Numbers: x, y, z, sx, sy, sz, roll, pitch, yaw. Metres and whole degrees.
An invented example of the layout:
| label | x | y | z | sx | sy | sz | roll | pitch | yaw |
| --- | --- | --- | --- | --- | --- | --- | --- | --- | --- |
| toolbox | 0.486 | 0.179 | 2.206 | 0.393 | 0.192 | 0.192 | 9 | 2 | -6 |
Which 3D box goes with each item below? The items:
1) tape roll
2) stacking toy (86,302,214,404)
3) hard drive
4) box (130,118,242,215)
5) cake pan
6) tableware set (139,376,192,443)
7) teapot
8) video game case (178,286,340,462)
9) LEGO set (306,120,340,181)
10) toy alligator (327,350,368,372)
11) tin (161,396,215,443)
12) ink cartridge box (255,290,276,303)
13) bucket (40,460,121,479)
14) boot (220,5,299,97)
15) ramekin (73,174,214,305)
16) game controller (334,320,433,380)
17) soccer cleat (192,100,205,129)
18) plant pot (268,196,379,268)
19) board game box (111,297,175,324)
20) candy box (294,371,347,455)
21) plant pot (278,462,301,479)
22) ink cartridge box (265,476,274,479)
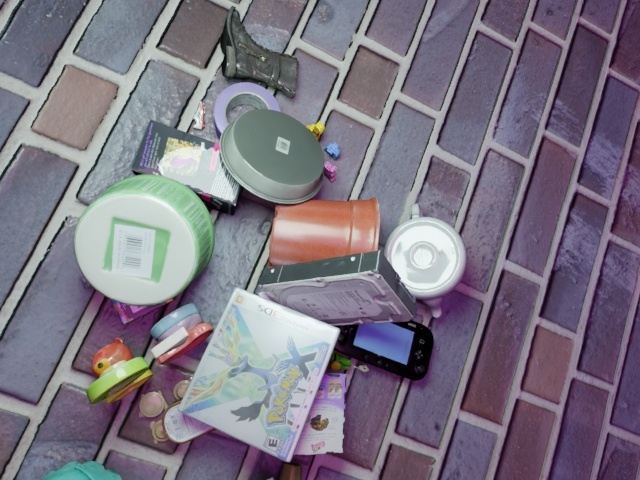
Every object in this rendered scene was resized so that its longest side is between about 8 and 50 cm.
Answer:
| label | x | y | z | sx | sy | sz | roll | pitch | yaw |
| --- | --- | --- | --- | --- | --- | --- | --- | --- | --- |
| tape roll | -0.212 | -0.350 | 1.227 | 0.188 | 0.080 | 0.189 | 2 | 82 | -13 |
| stacking toy | -0.426 | 0.248 | 1.013 | 0.308 | 0.279 | 0.130 | -35 | 81 | -13 |
| hard drive | 0.043 | 0.136 | 1.068 | 0.237 | 0.338 | 0.064 | 50 | 42 | -40 |
| box | -0.336 | -0.185 | 1.134 | 0.270 | 0.165 | 0.144 | 19 | 79 | -10 |
| cake pan | -0.112 | -0.230 | 1.105 | 0.292 | 0.054 | 0.294 | 15 | 53 | -22 |
| tableware set | -0.388 | 0.452 | 1.121 | 0.168 | 0.020 | 0.141 | -15 | 87 | -13 |
| teapot | 0.309 | 0.053 | 1.252 | 0.252 | 0.187 | 0.256 | 36 | 94 | 21 |
| video game case | -0.146 | 0.320 | 1.053 | 0.299 | 0.036 | 0.329 | 20 | 74 | 9 |
| LEGO set | -0.010 | -0.293 | 1.260 | 0.227 | 0.093 | 0.087 | 43 | 76 | -5 |
| toy alligator | 0.045 | 0.351 | 1.220 | 0.189 | 0.056 | 0.051 | 26 | 121 | -12 |
| tin | -0.313 | 0.443 | 1.078 | 0.189 | 0.040 | 0.106 | -26 | 86 | 5 |
| ink cartridge box | -0.136 | 0.198 | 1.173 | 0.052 | 0.088 | 0.123 | -14 | 87 | -16 |
| bucket | -0.579 | 0.677 | 0.964 | 0.280 | 0.183 | 0.282 | 2 | 83 | -13 |
| boot | -0.176 | -0.556 | 1.265 | 0.228 | 0.091 | 0.263 | 4 | 71 | -24 |
| ramekin | -0.411 | 0.005 | 0.998 | 0.302 | 0.148 | 0.304 | -2 | 106 | -5 |
| game controller | 0.183 | 0.288 | 1.248 | 0.318 | 0.067 | 0.167 | 23 | 78 | -10 |
| soccer cleat | -0.351 | -0.362 | 1.223 | 0.035 | 0.029 | 0.084 | -1 | 88 | -17 |
| plant pot | 0.000 | 0.000 | 1.153 | 0.264 | 0.272 | 0.273 | 8 | 82 | -4 |
| board game box | -0.488 | 0.114 | 1.124 | 0.140 | 0.048 | 0.171 | -26 | 90 | -17 |
| candy box | -0.020 | 0.447 | 1.108 | 0.164 | 0.070 | 0.197 | 12 | 74 | -29 |
| plant pot | -0.081 | 0.646 | 1.144 | 0.083 | 0.083 | 0.079 | 14 | 68 | -11 |
| ink cartridge box | -0.206 | 0.747 | 1.000 | 0.269 | 0.198 | 0.198 | -23 | 89 | 2 |
